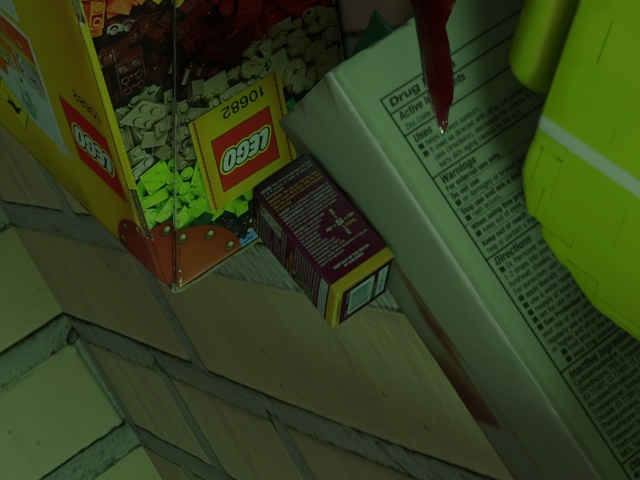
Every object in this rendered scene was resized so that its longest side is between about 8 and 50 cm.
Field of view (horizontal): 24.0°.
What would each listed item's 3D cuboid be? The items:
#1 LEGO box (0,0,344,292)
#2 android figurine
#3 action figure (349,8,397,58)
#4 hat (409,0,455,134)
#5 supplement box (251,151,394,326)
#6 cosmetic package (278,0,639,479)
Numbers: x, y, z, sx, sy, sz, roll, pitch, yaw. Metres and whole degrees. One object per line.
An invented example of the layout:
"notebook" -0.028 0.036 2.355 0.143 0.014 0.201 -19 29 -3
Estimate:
"LEGO box" -0.213 -0.258 1.169 0.500 0.193 0.372 41 155 36
"android figurine" 0.187 -0.049 0.691 0.248 0.056 0.273 37 138 28
"action figure" 0.098 -0.033 0.996 0.232 0.063 0.137 54 158 18
"hat" 0.013 -0.186 0.749 0.208 0.183 0.173 14 145 54
"supplement box" 0.000 0.000 0.872 0.083 0.043 0.055 51 164 16
"cosmetic package" 0.125 0.004 0.867 0.296 0.153 0.129 58 162 -1
